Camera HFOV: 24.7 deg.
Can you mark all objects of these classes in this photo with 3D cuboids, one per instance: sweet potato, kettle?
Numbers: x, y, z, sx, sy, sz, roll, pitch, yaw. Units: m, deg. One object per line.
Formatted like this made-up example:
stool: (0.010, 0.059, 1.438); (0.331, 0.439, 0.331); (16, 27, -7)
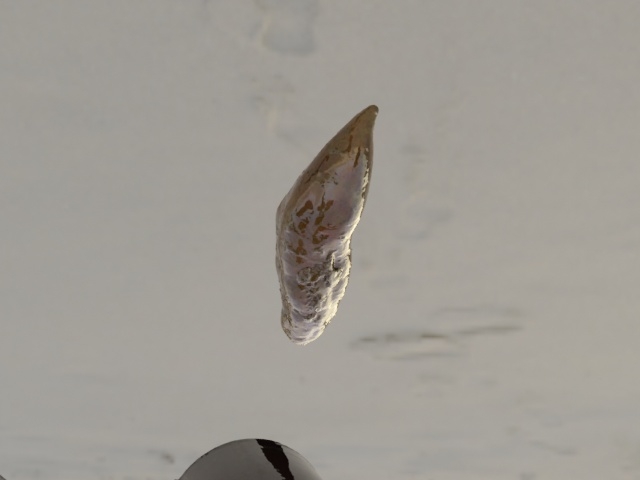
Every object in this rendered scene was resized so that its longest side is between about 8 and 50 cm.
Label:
sweet potato: (-0.008, 0.003, 1.671); (0.095, 0.354, 0.106); (34, -137, 21)
kettle: (-0.054, 0.239, 1.126); (0.202, 0.144, 0.232); (26, 179, -15)

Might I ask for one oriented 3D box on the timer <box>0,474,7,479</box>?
timer: (-0.269, 0.217, 1.116); (0.208, 0.069, 0.190); (35, 154, 10)
